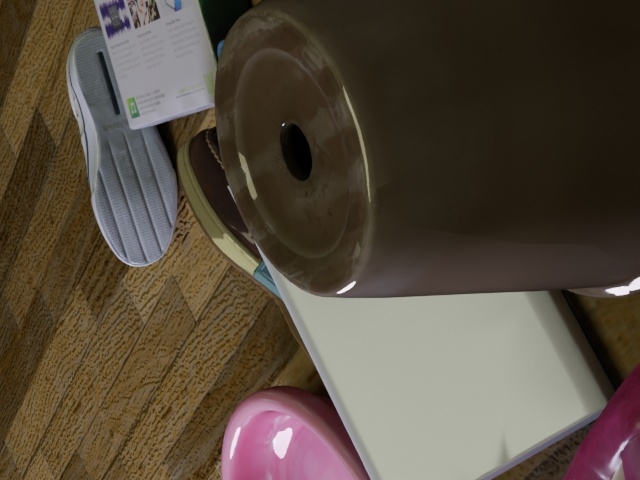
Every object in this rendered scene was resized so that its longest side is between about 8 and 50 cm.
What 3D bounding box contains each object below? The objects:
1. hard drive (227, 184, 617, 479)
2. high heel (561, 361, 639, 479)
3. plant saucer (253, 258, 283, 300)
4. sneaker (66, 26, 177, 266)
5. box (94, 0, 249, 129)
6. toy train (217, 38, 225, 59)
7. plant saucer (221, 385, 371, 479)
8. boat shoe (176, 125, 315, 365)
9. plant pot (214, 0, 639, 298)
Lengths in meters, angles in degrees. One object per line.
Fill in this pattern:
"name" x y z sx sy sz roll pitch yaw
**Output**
"hard drive" 0.075 0.039 1.436 0.210 0.040 0.318 -34 73 25
"high heel" 0.214 0.165 1.359 0.244 0.082 0.117 117 157 -67
"plant saucer" 0.029 0.058 1.502 0.192 0.018 0.067 38 95 20
"sneaker" -0.210 -0.103 1.920 0.091 0.094 0.258 -138 38 -76
"box" -0.161 -0.280 1.755 0.232 0.058 0.322 -7 101 61
"toy train" -0.021 -0.128 1.581 0.184 0.080 0.105 27 137 49
"plant saucer" 0.022 0.291 1.725 0.332 0.084 0.332 37 136 46
"boat shoe" 0.000 0.000 1.595 0.123 0.123 0.342 -51 55 20
"plant pot" 0.094 -0.091 1.194 0.323 0.280 0.323 37 135 48
